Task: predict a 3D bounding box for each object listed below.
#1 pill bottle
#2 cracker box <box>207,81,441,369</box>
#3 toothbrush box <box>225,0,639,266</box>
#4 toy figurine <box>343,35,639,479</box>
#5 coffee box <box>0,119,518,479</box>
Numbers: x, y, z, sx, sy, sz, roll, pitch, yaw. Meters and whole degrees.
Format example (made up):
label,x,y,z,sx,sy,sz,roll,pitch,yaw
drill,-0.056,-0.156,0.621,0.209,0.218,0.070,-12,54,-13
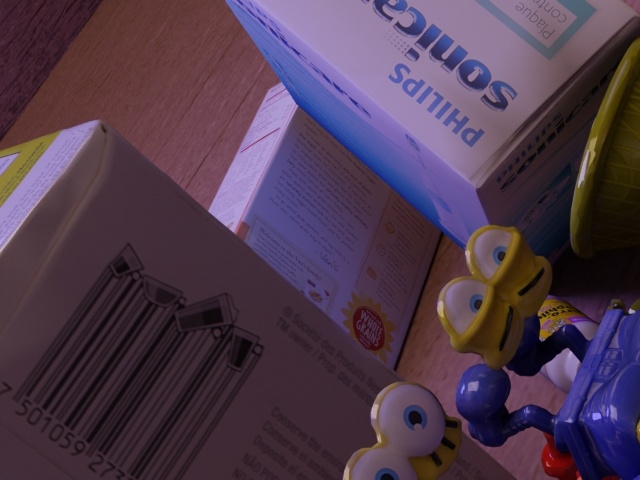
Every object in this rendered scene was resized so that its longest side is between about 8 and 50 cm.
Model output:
label,x,y,z,sx,sy,sz,roll,pitch,yaw
pill bottle,0.143,0.062,0.932,0.043,0.043,0.083,-46,22,-1
cracker box,0.000,0.000,1.158,0.067,0.156,0.232,-28,27,40
toothbrush box,0.068,-0.103,0.951,0.126,0.216,0.295,-48,-18,-1
toy figurine,0.186,0.072,0.700,0.217,0.191,0.362,6,43,31
coffee box,-0.153,0.184,0.862,0.338,0.337,0.334,-56,22,-22
